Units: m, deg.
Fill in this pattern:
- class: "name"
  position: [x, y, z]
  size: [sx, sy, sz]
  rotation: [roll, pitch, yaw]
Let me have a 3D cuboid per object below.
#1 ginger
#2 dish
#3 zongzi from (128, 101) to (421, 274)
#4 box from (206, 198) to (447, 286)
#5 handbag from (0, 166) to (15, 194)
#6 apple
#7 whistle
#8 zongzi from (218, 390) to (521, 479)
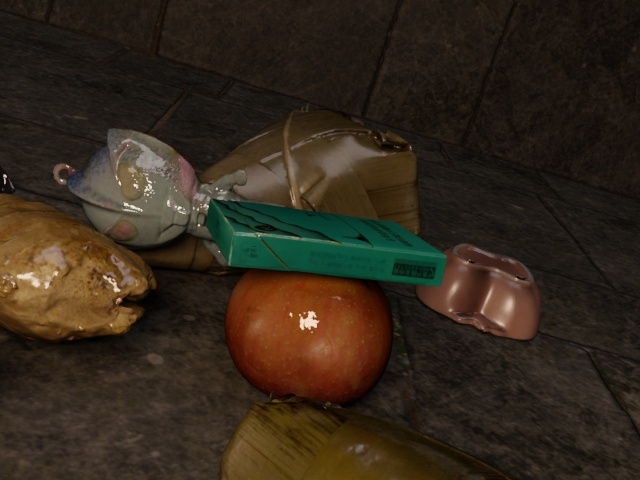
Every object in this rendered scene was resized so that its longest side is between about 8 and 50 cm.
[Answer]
- class: "ginger"
  position: [-0.316, -0.003, 0.904]
  size: [0.236, 0.166, 0.375]
  rotation: [-5, 34, -32]
- class: "dish"
  position: [0.265, 0.069, 1.295]
  size: [0.213, 0.090, 0.213]
  rotation: [16, 19, -6]
- class: "zongzi"
  position: [-0.137, -0.101, 1.299]
  size: [0.467, 0.218, 0.500]
  rotation: [-5, 18, -18]
- class: "box"
  position: [0.000, 0.000, 0.865]
  size: [0.226, 0.042, 0.161]
  rotation: [6, 12, -18]
- class: "handbag"
  position: [-0.580, -0.125, 1.111]
  size: [0.254, 0.088, 0.211]
  rotation: [35, 24, 31]
- class: "apple"
  position: [-0.007, 0.091, 0.902]
  size: [0.201, 0.162, 0.201]
  rotation: [14, 22, -6]
- class: "whistle"
  position: [-0.159, -0.042, 0.985]
  size: [0.346, 0.142, 0.134]
  rotation: [14, -2, -2]
- class: "zongzi"
  position: [0.091, 0.233, 0.698]
  size: [0.274, 0.145, 0.300]
  rotation: [26, 4, 36]
